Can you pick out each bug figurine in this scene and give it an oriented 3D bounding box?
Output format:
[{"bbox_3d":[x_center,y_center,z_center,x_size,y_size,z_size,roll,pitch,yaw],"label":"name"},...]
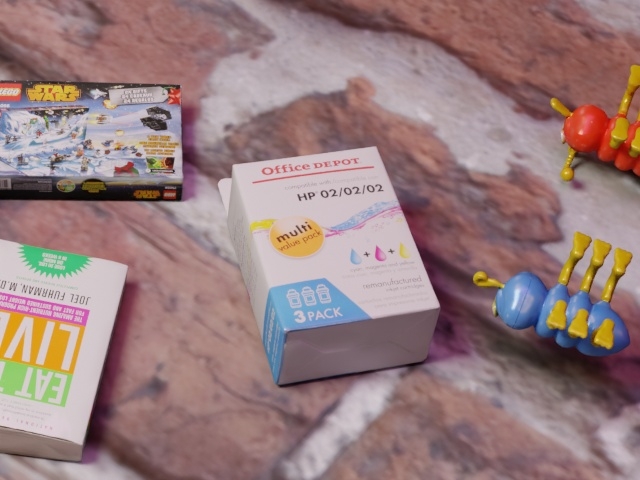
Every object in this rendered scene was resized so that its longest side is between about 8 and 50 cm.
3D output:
[{"bbox_3d":[0.230,0.007,1.032,0.216,0.072,0.279,24,46,5],"label":"bug figurine"}]

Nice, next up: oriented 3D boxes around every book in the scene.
[{"bbox_3d":[-0.181,0.067,0.956,0.096,0.035,0.144,10,47,-4],"label":"book"}]

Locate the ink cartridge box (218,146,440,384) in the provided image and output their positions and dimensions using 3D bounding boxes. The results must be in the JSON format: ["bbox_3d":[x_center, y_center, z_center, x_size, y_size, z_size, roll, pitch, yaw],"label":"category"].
[{"bbox_3d":[0.000,0.000,1.014,0.104,0.061,0.181,-8,50,-14],"label":"ink cartridge box"}]

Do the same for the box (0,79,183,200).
[{"bbox_3d":[-0.166,-0.071,1.077,0.137,0.027,0.094,1,51,-7],"label":"box"}]
